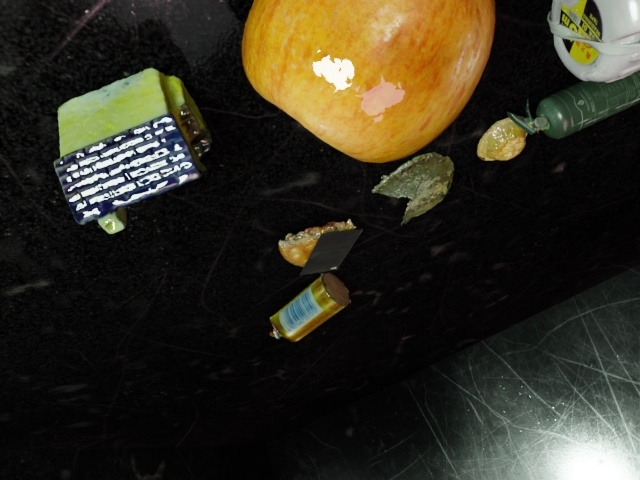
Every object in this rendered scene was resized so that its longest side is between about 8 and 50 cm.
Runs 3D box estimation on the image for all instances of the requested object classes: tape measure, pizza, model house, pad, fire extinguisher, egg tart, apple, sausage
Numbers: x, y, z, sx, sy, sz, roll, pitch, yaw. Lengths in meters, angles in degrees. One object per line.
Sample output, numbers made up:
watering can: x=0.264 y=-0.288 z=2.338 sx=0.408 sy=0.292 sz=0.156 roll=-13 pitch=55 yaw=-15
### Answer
tape measure: x=0.437 y=-0.349 z=0.691 sx=0.120 sy=0.236 sz=0.197 roll=-21 pitch=154 yaw=3
pizza: x=0.000 y=0.000 z=1.112 sx=0.193 sy=0.053 sz=0.201 roll=-27 pitch=152 yaw=9
model house: x=-0.259 y=-0.113 z=0.667 sx=0.193 sy=0.211 sz=0.170 roll=-21 pitch=145 yaw=-2
pad: x=0.024 y=0.032 z=1.120 sx=0.116 sy=0.004 sz=0.193 roll=-8 pitch=150 yaw=-26
fire extinguisher: x=0.562 y=-0.298 z=0.948 sx=0.311 sy=0.115 sz=0.095 roll=-26 pitch=178 yaw=3
egg tart: x=0.422 y=-0.223 z=1.023 sx=0.128 sy=0.049 sz=0.129 roll=-13 pitch=145 yaw=-9
apple: x=0.064 y=-0.254 z=0.575 sx=0.299 sy=0.299 sz=0.275 roll=15 pitch=118 yaw=-42
sausage: x=-0.046 y=0.222 z=1.357 sx=0.125 sy=0.117 sz=0.317 roll=27 pitch=128 yaw=-31

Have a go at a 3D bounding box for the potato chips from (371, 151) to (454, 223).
potato chips: x=0.233 y=-0.122 z=1.087 sx=0.202 sy=0.029 sz=0.220 roll=-27 pitch=145 yaw=5
